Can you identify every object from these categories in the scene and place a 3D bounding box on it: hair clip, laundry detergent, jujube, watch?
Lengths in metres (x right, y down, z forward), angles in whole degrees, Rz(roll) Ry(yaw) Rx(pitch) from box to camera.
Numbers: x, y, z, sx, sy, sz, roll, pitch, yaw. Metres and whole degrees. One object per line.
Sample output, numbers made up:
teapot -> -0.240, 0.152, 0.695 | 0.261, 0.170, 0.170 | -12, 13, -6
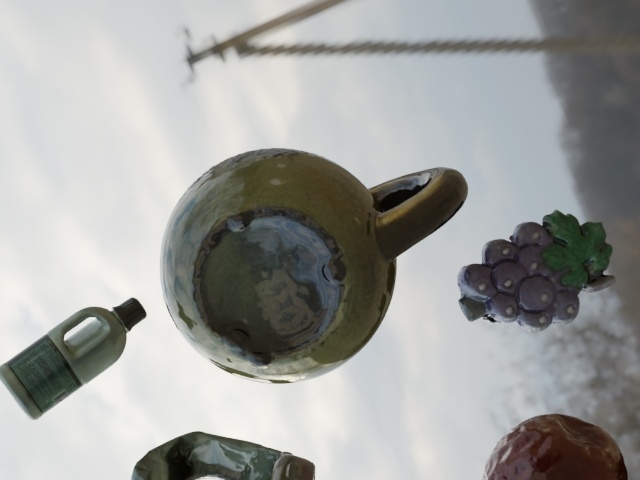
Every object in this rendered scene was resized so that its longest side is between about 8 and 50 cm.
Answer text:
hair clip -> 0.244, 0.041, 1.958 | 0.124, 0.195, 0.052 | 60, 168, 5
laundry detergent -> -0.347, 0.158, 2.494 | 0.099, 0.226, 0.070 | 58, 169, -21
jujube -> 0.297, 0.354, 2.287 | 0.190, 0.190, 0.255 | -74, -5, -73
watch -> -0.132, 0.353, 2.234 | 0.253, 0.241, 0.161 | -81, -2, -57

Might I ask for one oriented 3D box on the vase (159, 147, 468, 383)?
vase -> 0.000, 0.000, 1.830 | 0.302, 0.329, 0.241 | -76, -35, -80
